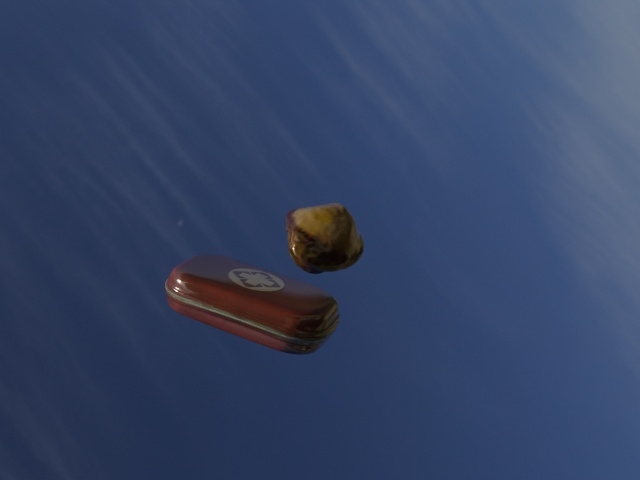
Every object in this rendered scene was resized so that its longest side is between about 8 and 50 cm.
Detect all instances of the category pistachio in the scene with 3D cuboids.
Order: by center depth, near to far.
[{"bbox_3d":[0.000,0.000,1.545,0.165,0.131,0.210,27,-154,10],"label":"pistachio"}]

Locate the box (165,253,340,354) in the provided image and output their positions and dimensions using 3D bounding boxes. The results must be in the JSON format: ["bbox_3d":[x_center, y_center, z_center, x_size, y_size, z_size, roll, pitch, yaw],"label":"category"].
[{"bbox_3d":[-0.154,0.139,1.857,0.403,0.108,0.263,17,-163,12],"label":"box"}]
